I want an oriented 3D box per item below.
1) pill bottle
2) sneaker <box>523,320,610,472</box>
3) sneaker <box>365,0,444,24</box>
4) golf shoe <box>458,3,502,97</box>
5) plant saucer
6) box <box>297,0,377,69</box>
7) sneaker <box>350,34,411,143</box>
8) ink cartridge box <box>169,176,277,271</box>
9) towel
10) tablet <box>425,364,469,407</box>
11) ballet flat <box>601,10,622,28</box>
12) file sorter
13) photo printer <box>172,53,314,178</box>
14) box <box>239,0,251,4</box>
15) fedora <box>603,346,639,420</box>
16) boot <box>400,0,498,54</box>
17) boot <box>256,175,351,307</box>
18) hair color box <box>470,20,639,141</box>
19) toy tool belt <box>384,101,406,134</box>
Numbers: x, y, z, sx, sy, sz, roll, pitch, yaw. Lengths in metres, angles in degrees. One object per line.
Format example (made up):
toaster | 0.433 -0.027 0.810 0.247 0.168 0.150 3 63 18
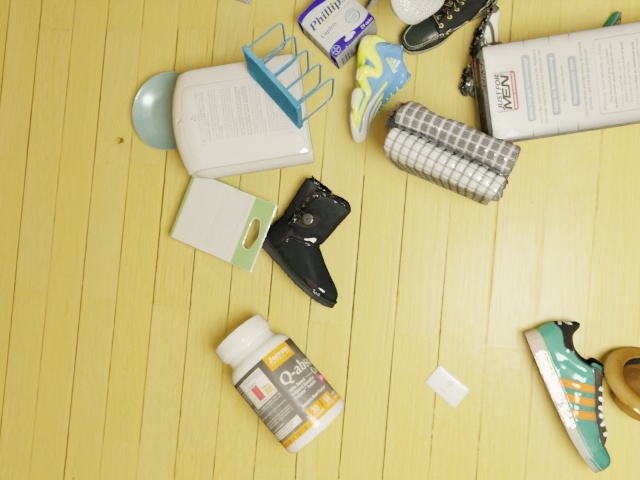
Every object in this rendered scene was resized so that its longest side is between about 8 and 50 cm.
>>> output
pill bottle | -0.093 0.308 1.203 0.162 0.162 0.278 -43 81 7
sneaker | 0.525 0.306 1.099 0.121 0.108 0.302 -24 82 14
sneaker | 0.140 -0.541 1.137 0.210 0.137 0.365 -22 46 40
golf shoe | 0.369 -0.403 1.187 0.094 0.077 0.198 14 98 1
plant saucer | -0.366 -0.315 1.350 0.195 0.037 0.195 0 88 12
box | 0.038 -0.491 1.254 0.126 0.072 0.137 -44 79 6
sneaker | 0.134 -0.333 1.219 0.126 0.091 0.240 7 96 4
ink cartridge box | -0.223 -0.044 1.291 0.235 0.056 0.171 22 92 16
towel | 0.264 -0.167 1.085 0.235 0.284 0.121 26 97 15
tablet | 0.278 0.320 1.203 0.083 0.006 0.054 39 95 10
ballet flat | 0.599 -0.424 1.154 0.041 0.041 0.114 38 96 11
file sorter | -0.064 -0.344 1.142 0.104 0.118 0.170 -41 84 -6
photo printer | -0.181 -0.277 1.252 0.308 0.107 0.256 -9 84 1
box | -0.235 -0.735 1.294 0.231 0.127 0.262 22 92 11
fedora | 0.640 0.297 1.074 0.194 0.194 0.079 22 132 12
boot | 0.272 -0.496 1.148 0.236 0.178 0.085 -30 85 8
boot | 0.000 0.000 1.229 0.246 0.094 0.207 45 101 16
hair color box | 0.508 -0.309 1.093 0.375 0.113 0.185 -8 94 4
toy tool belt | 0.173 -0.274 1.227 0.052 0.051 0.083 26 93 12
